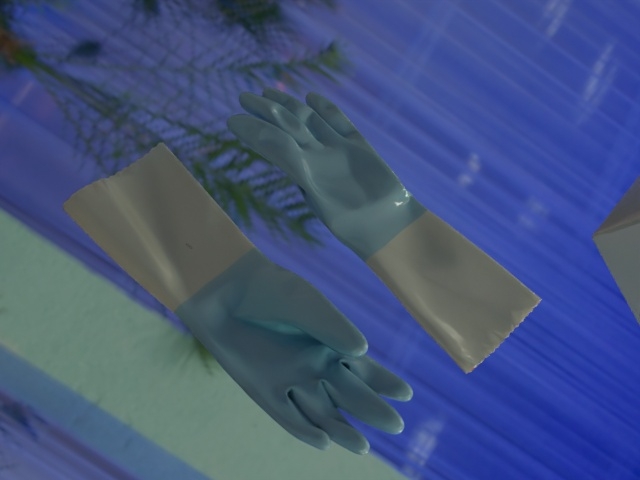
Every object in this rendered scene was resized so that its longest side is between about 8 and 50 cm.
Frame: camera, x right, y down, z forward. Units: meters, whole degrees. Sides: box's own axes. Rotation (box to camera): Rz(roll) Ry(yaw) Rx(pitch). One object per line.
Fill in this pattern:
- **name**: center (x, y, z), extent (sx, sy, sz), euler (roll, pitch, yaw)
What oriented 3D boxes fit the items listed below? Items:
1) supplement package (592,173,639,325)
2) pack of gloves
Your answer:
- **supplement package**: center (0.196, -0.012, 0.462), extent (0.105, 0.105, 0.179), euler (-21, -166, 41)
- **pack of gloves**: center (0.000, 0.000, 0.737), extent (0.195, 0.232, 0.046), euler (-38, 166, -34)
